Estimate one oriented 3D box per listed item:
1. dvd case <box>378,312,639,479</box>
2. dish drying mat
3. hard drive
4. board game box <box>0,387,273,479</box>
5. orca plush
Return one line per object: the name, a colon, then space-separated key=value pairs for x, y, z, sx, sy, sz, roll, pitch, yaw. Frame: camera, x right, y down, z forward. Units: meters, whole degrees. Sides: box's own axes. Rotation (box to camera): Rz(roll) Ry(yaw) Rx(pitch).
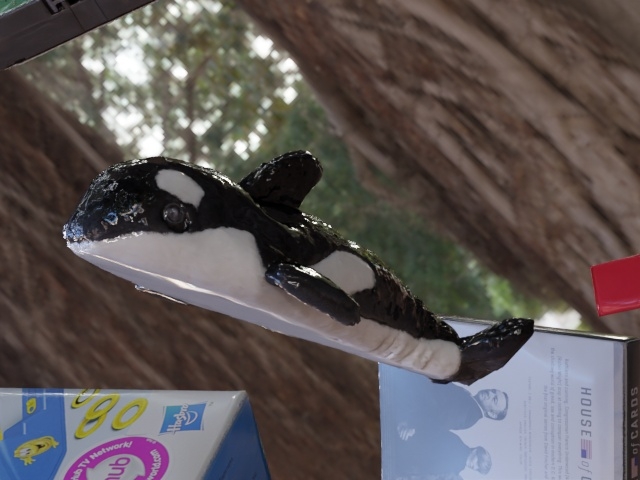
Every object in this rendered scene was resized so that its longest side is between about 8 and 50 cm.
dvd case: x=0.142 y=0.152 z=1.031 sx=0.239 sy=0.179 sz=0.029 roll=5 pitch=9 yaw=44
dish drying mat: x=0.186 y=0.018 z=0.693 sx=0.083 sy=0.032 sz=0.008 roll=-13 pitch=-38 yaw=17
hard drive: x=-0.251 y=-0.324 z=1.303 sx=0.237 sy=0.339 sz=0.064 roll=-25 pitch=-45 yaw=5
board game box: x=-0.201 y=0.171 z=0.436 sx=0.308 sy=0.302 sz=0.086 roll=-62 pitch=-35 yaw=-55
orca plush: x=0.000 y=0.000 z=0.730 sx=0.151 sy=0.287 sz=0.102 roll=-10 pitch=64 yaw=66
